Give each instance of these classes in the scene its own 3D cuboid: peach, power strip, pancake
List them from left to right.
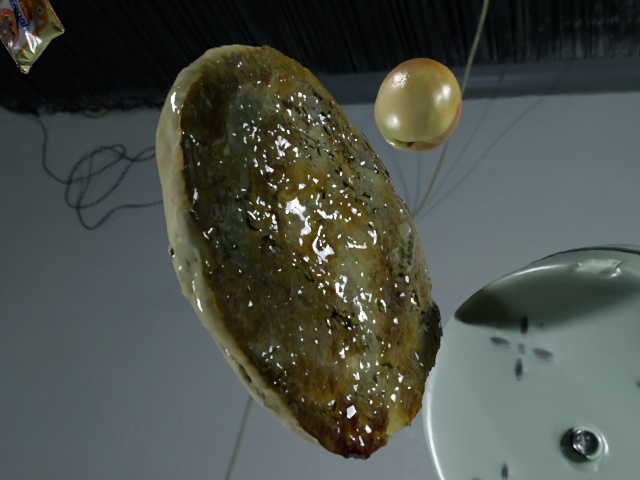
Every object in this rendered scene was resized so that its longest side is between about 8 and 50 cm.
[{"bbox_3d":[0.002,0.000,0.583,0.065,0.356,0.356,-21,51,34],"label":"pancake"},{"bbox_3d":[0.191,-0.266,1.355,0.184,0.184,0.184,-9,57,14],"label":"peach"},{"bbox_3d":[0.277,0.185,0.682,0.357,0.161,0.358,6,100,38],"label":"power strip"}]

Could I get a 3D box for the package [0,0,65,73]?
[{"bbox_3d":[-0.405,-0.301,0.947,0.120,0.031,0.108,-30,92,33],"label":"package"}]
